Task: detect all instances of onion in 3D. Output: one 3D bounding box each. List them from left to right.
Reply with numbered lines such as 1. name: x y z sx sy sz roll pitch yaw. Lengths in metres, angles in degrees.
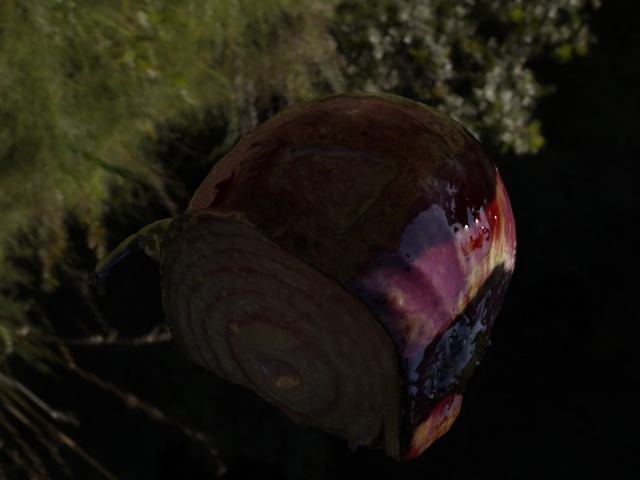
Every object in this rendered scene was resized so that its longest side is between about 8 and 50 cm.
1. onion: 0.029 0.006 1.032 0.230 0.272 0.256 -43 175 -34
